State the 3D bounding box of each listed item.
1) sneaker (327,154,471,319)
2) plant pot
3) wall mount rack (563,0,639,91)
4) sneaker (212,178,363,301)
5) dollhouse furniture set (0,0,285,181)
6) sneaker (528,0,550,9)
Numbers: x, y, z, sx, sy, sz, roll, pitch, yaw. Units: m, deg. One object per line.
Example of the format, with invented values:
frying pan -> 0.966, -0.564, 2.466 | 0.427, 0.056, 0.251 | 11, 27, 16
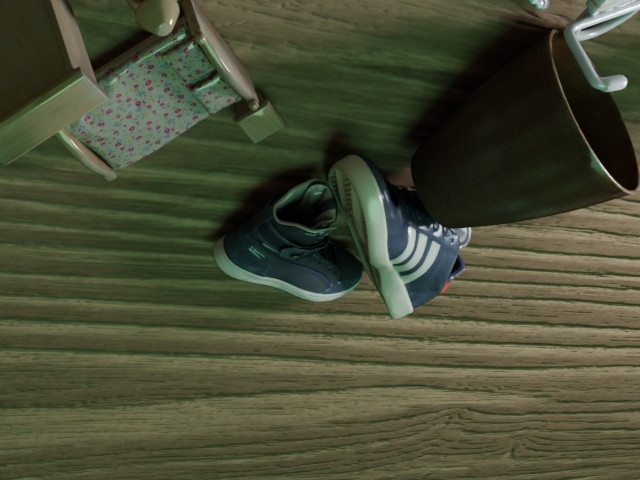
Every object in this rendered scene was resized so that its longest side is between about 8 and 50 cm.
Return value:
sneaker -> 0.114, -0.026, 1.558 | 0.148, 0.131, 0.350 | -27, 153, -1
plant pot -> 0.233, -0.109, 1.465 | 0.230, 0.215, 0.215 | -26, 148, 28
wall mount rack -> 0.445, -0.286, 1.327 | 0.304, 0.130, 0.350 | -21, 167, -25
sneaker -> 0.000, 0.001, 1.535 | 0.226, 0.086, 0.163 | 10, 143, -38
dollhouse furniture set -> -0.220, -0.094, 1.217 | 0.303, 0.174, 0.355 | -30, 145, 10
sneaker -> 0.249, -0.301, 1.335 | 0.069, 0.038, 0.098 | -37, 144, 20
